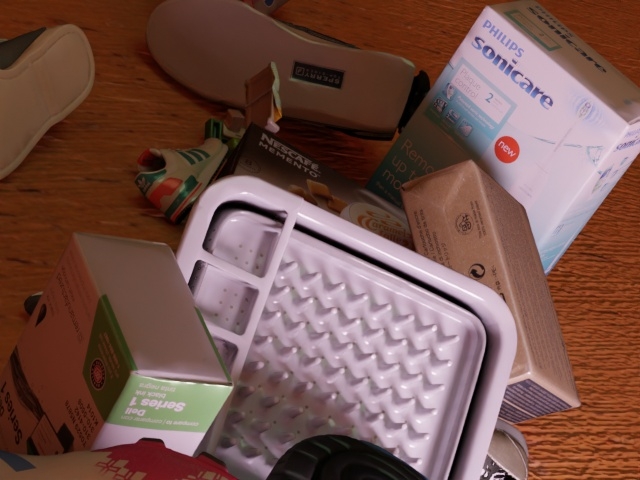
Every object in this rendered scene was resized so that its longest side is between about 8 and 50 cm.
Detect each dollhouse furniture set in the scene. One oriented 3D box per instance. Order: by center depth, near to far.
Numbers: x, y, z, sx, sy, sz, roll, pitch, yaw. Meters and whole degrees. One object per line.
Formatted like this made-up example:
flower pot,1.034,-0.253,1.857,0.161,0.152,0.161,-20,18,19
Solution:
dollhouse furniture set,-0.067,-0.130,2.021,0.058,0.151,0.076,13,65,-30

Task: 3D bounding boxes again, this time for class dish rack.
dish rack,-0.005,0.126,1.630,0.333,0.072,0.285,24,70,-16

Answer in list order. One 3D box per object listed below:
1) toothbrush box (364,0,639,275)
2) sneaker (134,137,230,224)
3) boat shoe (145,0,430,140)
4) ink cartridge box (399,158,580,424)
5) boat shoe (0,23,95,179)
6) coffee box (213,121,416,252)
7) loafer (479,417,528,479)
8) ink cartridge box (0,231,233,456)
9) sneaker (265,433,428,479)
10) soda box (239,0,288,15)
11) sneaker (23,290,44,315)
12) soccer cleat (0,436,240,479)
toothbrush box,0.216,-0.095,2.106,0.216,0.295,0.126,44,28,17
sneaker,-0.149,-0.081,1.942,0.075,0.057,0.161,37,30,-7
boat shoe,-0.042,-0.193,2.207,0.340,0.127,0.158,19,-7,1
ink cartridge box,0.176,0.058,1.886,0.193,0.088,0.235,35,37,-63
boat shoe,-0.339,-0.130,1.811,0.099,0.116,0.319,-3,23,27
coffee box,0.000,0.000,1.930,0.246,0.098,0.141,30,27,-8
loafer,0.104,0.192,1.740,0.251,0.094,0.087,19,26,-27
ink cartridge box,-0.172,0.129,1.407,0.092,0.219,0.160,9,36,-34
sneaker,-0.021,0.251,1.472,0.125,0.140,0.341,37,25,28
soda box,-0.097,-0.331,2.337,0.092,0.083,0.263,-4,18,20
sneaker,-0.225,0.073,1.640,0.083,0.031,0.035,25,29,-18
soccer cleat,-0.205,0.205,1.268,0.331,0.116,0.143,5,32,20
